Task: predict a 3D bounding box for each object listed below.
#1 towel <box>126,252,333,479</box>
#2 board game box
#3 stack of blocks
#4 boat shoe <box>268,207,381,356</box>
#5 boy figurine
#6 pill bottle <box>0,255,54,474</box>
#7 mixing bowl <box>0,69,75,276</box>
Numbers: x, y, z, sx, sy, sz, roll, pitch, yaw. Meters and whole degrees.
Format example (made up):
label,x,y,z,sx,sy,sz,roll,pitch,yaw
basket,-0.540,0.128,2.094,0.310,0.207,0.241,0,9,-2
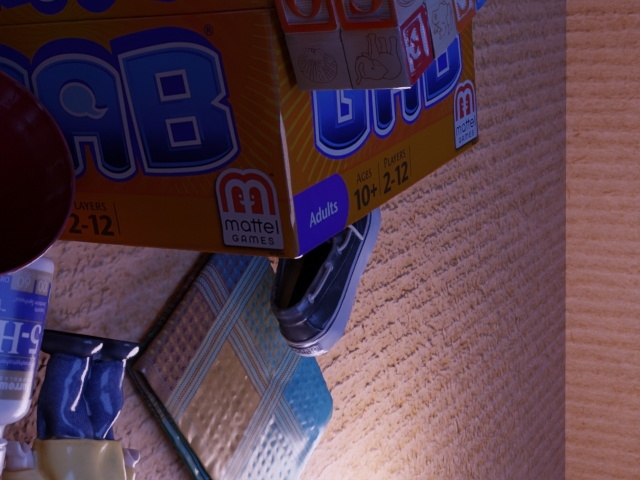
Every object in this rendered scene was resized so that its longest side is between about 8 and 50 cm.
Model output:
label,x,y,z,sx,sy,sz,roll,pitch,yaw
towel,-0.096,0.185,1.283,0.271,0.040,0.370,-60,140,-39
board game box,-0.099,-0.217,0.896,0.356,0.356,0.356,-32,121,-55
stack of blocks,0.067,-0.249,0.732,0.297,0.087,0.171,-51,135,-45
boat shoe,-0.004,0.001,1.328,0.105,0.113,0.306,58,39,-38
boy figurine,-0.239,0.232,0.984,0.177,0.092,0.285,13,83,-60
pill bottle,-0.292,0.098,0.850,0.112,0.112,0.187,18,78,-60
mixing bowl,-0.287,-0.040,0.757,0.181,0.098,0.181,19,57,-32
